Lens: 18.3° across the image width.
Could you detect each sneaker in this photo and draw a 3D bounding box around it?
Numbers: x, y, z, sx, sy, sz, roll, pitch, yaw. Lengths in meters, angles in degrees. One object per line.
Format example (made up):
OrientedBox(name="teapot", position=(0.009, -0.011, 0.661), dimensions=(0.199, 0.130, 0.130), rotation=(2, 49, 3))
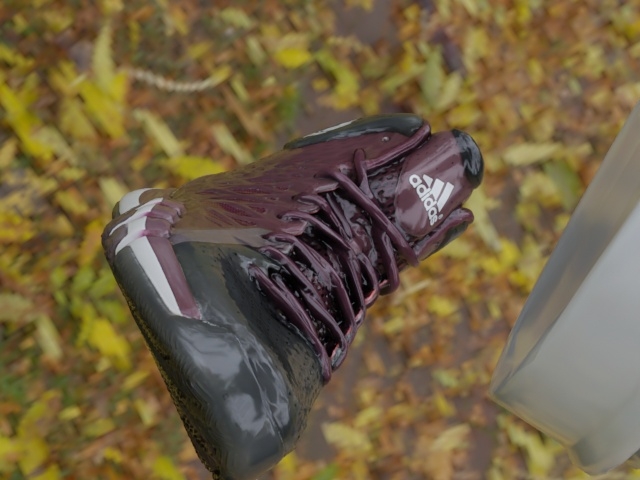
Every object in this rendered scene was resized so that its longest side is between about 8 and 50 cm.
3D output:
OrientedBox(name="sneaker", position=(0.000, 0.000, 0.830), dimensions=(0.162, 0.281, 0.106), rotation=(-24, 106, -2))

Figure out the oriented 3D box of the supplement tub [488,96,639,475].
OrientedBox(name="supplement tub", position=(0.234, 0.037, 0.480), dimensions=(0.331, 0.241, 0.241), rotation=(31, 51, 2))
